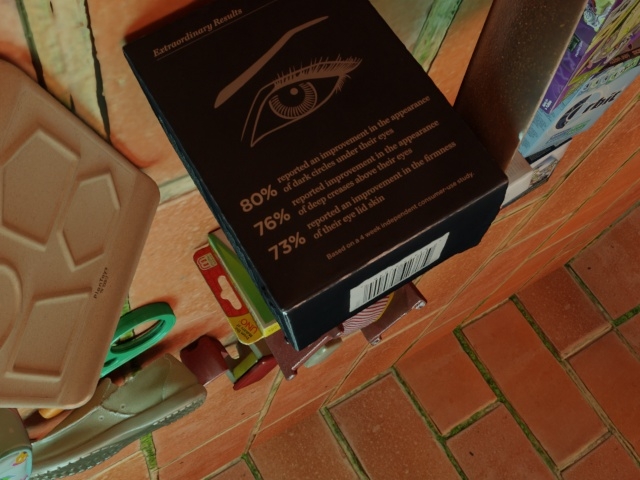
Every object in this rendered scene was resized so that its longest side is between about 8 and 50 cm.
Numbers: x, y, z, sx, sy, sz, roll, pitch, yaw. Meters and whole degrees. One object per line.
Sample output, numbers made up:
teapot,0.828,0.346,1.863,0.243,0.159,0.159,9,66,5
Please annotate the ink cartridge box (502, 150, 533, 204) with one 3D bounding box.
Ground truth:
ink cartridge box,0.142,-0.064,0.830,0.198,0.115,0.067,-32,162,0

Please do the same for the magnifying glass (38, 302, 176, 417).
magnifying glass,-0.269,0.150,0.838,0.231,0.026,0.092,-42,161,18

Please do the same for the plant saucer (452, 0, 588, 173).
plant saucer,0.150,-0.168,0.478,0.310,0.050,0.310,21,90,-82

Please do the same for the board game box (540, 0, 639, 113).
board game box,0.343,-0.282,0.627,0.347,0.056,0.208,-40,160,-15

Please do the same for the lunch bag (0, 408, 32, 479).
lunch bag,-0.435,0.245,0.663,0.279,0.108,0.224,-20,163,-30

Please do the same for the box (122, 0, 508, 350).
box,-0.007,-0.060,0.443,0.153,0.207,0.108,-29,161,-8

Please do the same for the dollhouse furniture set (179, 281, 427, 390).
dollhouse furniture set,-0.055,0.142,0.960,0.201,0.152,0.374,-12,152,-48

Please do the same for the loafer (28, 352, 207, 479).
loafer,-0.289,0.239,0.916,0.268,0.092,0.102,-24,160,-13

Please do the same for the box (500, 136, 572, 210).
box,0.292,-0.090,1.126,0.233,0.044,0.159,-31,162,-8

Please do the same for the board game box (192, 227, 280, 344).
board game box,0.000,0.000,0.739,0.259,0.124,0.039,-29,160,-14

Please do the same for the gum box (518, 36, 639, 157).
gum box,0.377,-0.209,0.972,0.157,0.041,0.184,-23,160,-27

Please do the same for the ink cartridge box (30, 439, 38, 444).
ink cartridge box,-0.423,0.371,0.938,0.109,0.150,0.063,-37,158,10

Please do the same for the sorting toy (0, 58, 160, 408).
sorting toy,-0.191,0.012,0.443,0.208,0.038,0.193,49,55,-70
